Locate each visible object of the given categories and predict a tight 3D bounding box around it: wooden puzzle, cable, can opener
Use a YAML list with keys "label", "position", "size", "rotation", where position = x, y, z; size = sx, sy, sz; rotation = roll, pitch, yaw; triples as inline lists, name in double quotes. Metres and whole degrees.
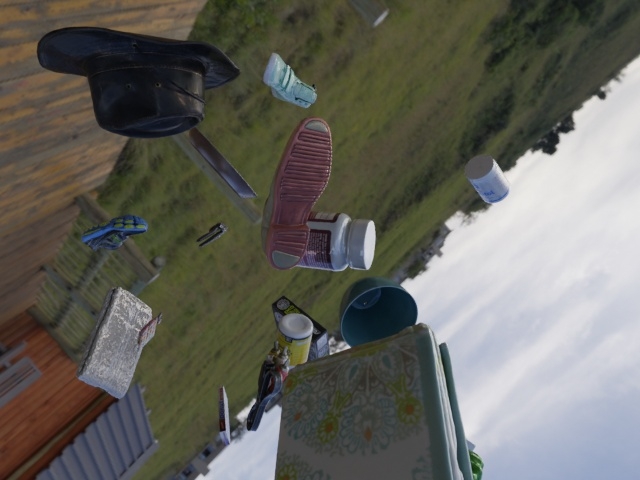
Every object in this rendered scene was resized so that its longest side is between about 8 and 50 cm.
- label: "wooden puzzle"
  position: [-0.313, 0.167, 0.857]
  size: [0.083, 0.006, 0.049]
  rotation: [-58, 171, -60]
- label: "cable"
  position: [-0.142, 0.434, 1.335]
  size: [0.139, 0.072, 0.287]
  rotation: [-136, -124, -60]
- label: "can opener"
  position: [-0.502, -0.024, 2.203]
  size: [0.073, 0.059, 0.186]
  rotation: [-24, -162, 40]

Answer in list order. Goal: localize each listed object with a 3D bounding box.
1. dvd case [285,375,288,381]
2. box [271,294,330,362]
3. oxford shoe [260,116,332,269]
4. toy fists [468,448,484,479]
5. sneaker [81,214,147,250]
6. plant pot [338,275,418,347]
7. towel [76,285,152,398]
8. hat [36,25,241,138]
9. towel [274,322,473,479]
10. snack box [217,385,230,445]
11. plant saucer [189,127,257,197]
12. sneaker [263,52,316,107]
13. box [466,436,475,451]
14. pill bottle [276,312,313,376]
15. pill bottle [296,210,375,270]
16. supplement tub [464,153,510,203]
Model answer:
- label: "dvd case"
  position: [0.007, 0.510, 1.444]
  size: [0.029, 0.239, 0.179]
  rotation: [-64, 161, -64]
- label: "box"
  position: [-0.063, 0.343, 1.652]
  size: [0.060, 0.216, 0.270]
  rotation: [-38, 145, -28]
- label: "oxford shoe"
  position: [-0.085, -0.129, 1.219]
  size: [0.146, 0.141, 0.396]
  rotation: [42, -62, 53]
- label: "toy fists"
  position: [0.373, 0.699, 1.372]
  size: [0.142, 0.096, 0.279]
  rotation: [11, -159, 39]
- label: "sneaker"
  position: [-0.571, -0.018, 1.334]
  size: [0.188, 0.078, 0.067]
  rotation: [-15, -139, 5]
- label: "plant pot"
  position: [0.191, 0.246, 1.777]
  size: [0.290, 0.290, 0.195]
  rotation: [-41, -152, 8]
- label: "towel"
  position: [-0.586, 0.288, 1.366]
  size: [0.049, 0.187, 0.282]
  rotation: [-3, -125, 19]
- label: "hat"
  position: [-0.306, -0.252, 0.837]
  size: [0.331, 0.133, 0.331]
  rotation: [0, -177, 0]
- label: "towel"
  position: [0.073, 0.335, 0.773]
  size: [0.321, 0.090, 0.374]
  rotation: [-25, -143, 25]
- label: "snack box"
  position: [-0.295, 0.531, 1.449]
  size: [0.022, 0.064, 0.178]
  rotation: [-11, -150, -8]
- label: "plant saucer"
  position: [-0.326, -0.245, 1.549]
  size: [0.050, 0.310, 0.310]
  rotation: [-43, -177, -5]
- label: "sneaker"
  position: [-0.082, -0.485, 1.453]
  size: [0.256, 0.151, 0.094]
  rotation: [12, 99, -85]
- label: "box"
  position: [0.431, 0.714, 1.676]
  size: [0.130, 0.170, 0.091]
  rotation: [-54, -179, -5]
- label: "pill bottle"
  position: [-0.084, 0.318, 1.428]
  size: [0.103, 0.103, 0.184]
  rotation: [-46, 151, -55]
- label: "pill bottle"
  position: [0.000, 0.000, 1.826]
  size: [0.392, 0.224, 0.224]
  rotation: [6, -157, 18]
- label: "supplement tub"
  position: [0.380, -0.138, 1.079]
  size: [0.071, 0.107, 0.071]
  rotation: [-25, -132, 31]
